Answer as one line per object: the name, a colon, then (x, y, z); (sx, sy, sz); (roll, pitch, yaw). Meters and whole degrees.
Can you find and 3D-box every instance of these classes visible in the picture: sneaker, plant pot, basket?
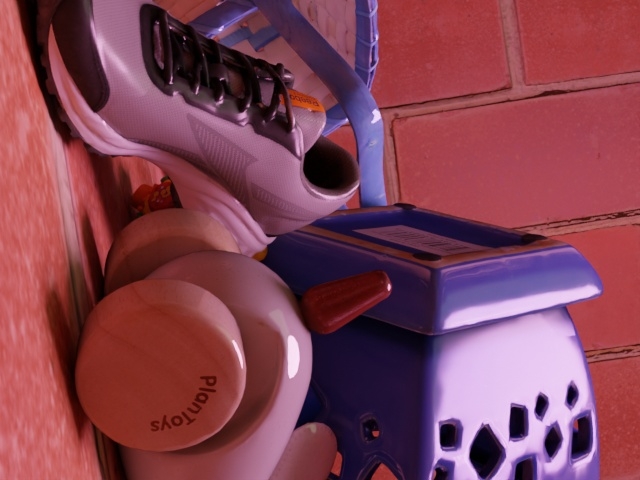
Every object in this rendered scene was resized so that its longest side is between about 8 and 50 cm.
sneaker: (-0.067, -0.083, 0.695); (0.271, 0.108, 0.100); (42, 35, -54)
plant pot: (0.060, 0.094, 0.882); (0.236, 0.236, 0.212); (16, -75, 42)
basket: (-0.032, -0.129, 1.029); (0.289, 0.201, 0.255); (48, -17, 27)

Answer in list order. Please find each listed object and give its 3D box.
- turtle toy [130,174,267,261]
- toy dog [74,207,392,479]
turtle toy: (-0.090, -0.002, 0.827); (0.066, 0.095, 0.130); (51, 23, -47)
toy dog: (-0.028, 0.128, 0.689); (0.220, 0.161, 0.334); (-98, 180, -46)
